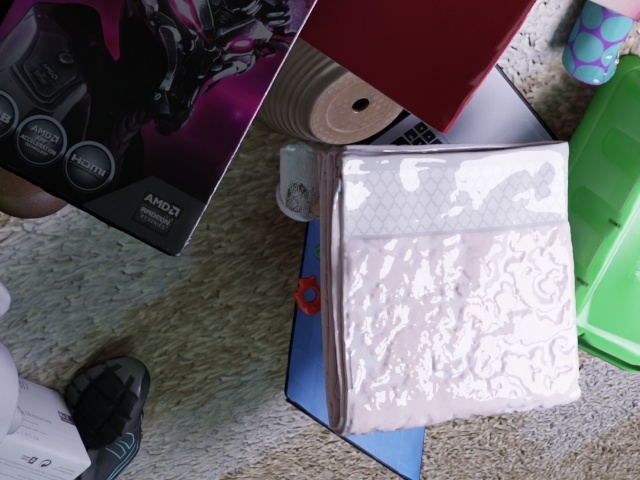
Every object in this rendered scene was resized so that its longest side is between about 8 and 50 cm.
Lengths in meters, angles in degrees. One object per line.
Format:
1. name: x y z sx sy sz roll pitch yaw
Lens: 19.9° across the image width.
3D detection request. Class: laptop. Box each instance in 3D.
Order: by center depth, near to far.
1. laptop: 0.157 0.049 2.232 0.408 0.236 0.382 -35 146 10

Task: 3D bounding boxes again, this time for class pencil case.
1. pencil case: 0.337 -0.256 2.116 0.070 0.064 0.151 6 136 -18

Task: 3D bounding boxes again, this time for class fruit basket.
1. fruit basket: 0.405 -0.028 2.319 0.283 0.392 0.392 25 125 -14

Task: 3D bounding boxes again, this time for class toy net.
1. toy net: 0.000 0.000 2.027 0.122 0.045 0.232 -32 103 -12

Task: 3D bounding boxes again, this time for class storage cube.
1. storage cube: 0.105 -0.251 1.752 0.193 0.215 0.183 -56 -178 23

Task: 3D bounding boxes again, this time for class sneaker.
1. sneaker: -0.274 0.234 2.315 0.106 0.101 0.267 -22 152 -49

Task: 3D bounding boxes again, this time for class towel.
1. towel: 0.151 0.047 2.046 0.332 0.317 0.053 -4 -176 -30

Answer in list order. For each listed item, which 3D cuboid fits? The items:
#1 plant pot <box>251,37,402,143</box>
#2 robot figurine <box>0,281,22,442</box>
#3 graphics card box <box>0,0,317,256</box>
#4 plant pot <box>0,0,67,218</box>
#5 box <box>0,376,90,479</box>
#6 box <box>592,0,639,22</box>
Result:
1. plant pot: 0.020 -0.180 1.948 0.237 0.109 0.237 -19 145 -13
2. robot figurine: -0.455 0.138 1.937 0.300 0.200 0.353 -53 148 -12
3. graphics card box: -0.139 -0.197 1.579 0.233 0.094 0.371 29 87 -9
4. plant pot: -0.286 -0.116 1.752 0.215 0.215 0.230 -19 159 -15
5. box: -0.411 0.257 2.198 0.182 0.119 0.181 -40 145 15
6. box: 0.303 -0.334 1.915 0.232 0.148 0.127 15 127 -45
